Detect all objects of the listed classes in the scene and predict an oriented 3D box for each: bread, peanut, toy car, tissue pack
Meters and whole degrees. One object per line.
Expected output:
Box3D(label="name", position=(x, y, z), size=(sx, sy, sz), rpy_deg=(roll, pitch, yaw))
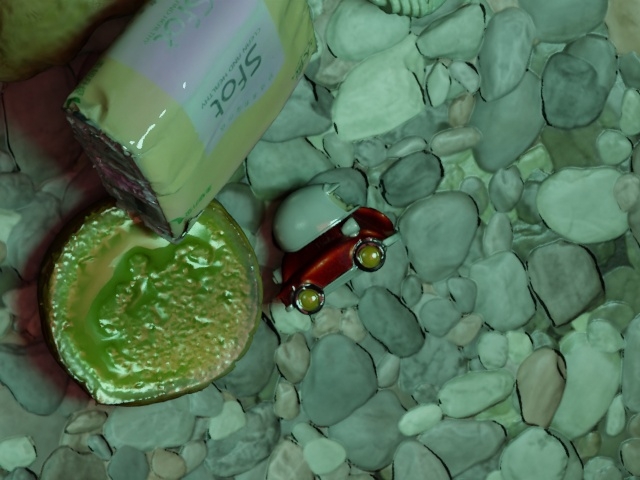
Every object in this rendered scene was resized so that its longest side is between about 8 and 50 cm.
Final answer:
Box3D(label="bread", position=(-0.170, 0.057, 1.726), size=(0.236, 0.070, 0.236), rpy_deg=(-3, 102, -14))
Box3D(label="peanut", position=(-0.222, -0.245, 1.619), size=(0.253, 0.122, 0.137), rpy_deg=(-37, 149, -1))
Box3D(label="toy car", position=(0.000, 0.000, 1.747), size=(0.139, 0.112, 0.112), rpy_deg=(-36, 93, 5))
Box3D(label="tissue pack", position=(-0.116, -0.154, 1.606), size=(0.123, 0.215, 0.256), rpy_deg=(28, 73, 17))

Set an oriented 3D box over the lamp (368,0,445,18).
Box3D(label="lamp", position=(0.117, -0.298, 1.713), size=(0.193, 0.106, 0.106), rpy_deg=(-41, 109, -13))
